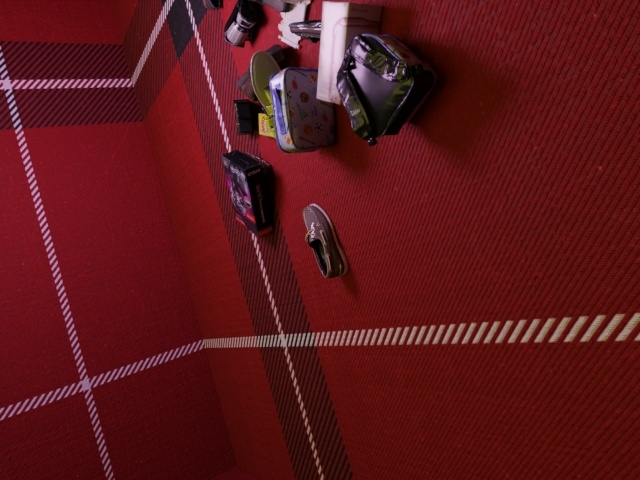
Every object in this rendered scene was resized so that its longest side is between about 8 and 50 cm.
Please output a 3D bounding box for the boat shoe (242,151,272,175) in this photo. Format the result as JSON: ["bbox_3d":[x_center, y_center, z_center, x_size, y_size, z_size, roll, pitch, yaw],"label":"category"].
[{"bbox_3d":[-0.306,-0.362,2.225,0.207,0.073,0.073,39,155,35],"label":"boat shoe"}]

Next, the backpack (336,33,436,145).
[{"bbox_3d":[0.183,-0.466,1.382,0.263,0.213,0.276,52,133,16],"label":"backpack"}]

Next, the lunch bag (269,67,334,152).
[{"bbox_3d":[-0.068,-0.468,1.698,0.115,0.243,0.303,2,103,49],"label":"lunch bag"}]

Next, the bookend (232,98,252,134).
[{"bbox_3d":[-0.351,-0.558,2.158,0.156,0.073,0.157,-118,24,-73],"label":"bookend"}]

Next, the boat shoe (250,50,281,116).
[{"bbox_3d":[-0.191,-0.573,1.862,0.339,0.127,0.113,62,173,-32],"label":"boat shoe"}]

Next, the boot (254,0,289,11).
[{"bbox_3d":[-0.230,-0.931,1.812,0.246,0.161,0.083,44,133,46],"label":"boot"}]

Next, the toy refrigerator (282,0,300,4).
[{"bbox_3d":[-0.116,-1.002,1.686,0.102,0.094,0.269,-10,90,50],"label":"toy refrigerator"}]

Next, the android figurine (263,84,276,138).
[{"bbox_3d":[-0.118,-0.477,1.789,0.056,0.248,0.272,-1,136,32],"label":"android figurine"}]

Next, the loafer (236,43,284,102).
[{"bbox_3d":[-0.229,-0.688,1.976,0.130,0.134,0.366,52,157,-12],"label":"loafer"}]

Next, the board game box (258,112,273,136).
[{"bbox_3d":[-0.203,-0.497,2.054,0.181,0.043,0.092,24,121,48],"label":"board game box"}]

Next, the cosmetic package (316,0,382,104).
[{"bbox_3d":[0.089,-0.596,1.518,0.129,0.153,0.295,30,127,44],"label":"cosmetic package"}]

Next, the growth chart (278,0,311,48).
[{"bbox_3d":[-0.099,-0.855,1.800,0.172,0.021,0.237,51,138,32],"label":"growth chart"}]

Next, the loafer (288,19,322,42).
[{"bbox_3d":[-0.018,-0.730,1.674,0.268,0.096,0.084,24,131,45],"label":"loafer"}]

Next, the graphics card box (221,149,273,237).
[{"bbox_3d":[-0.342,-0.219,2.237,0.233,0.094,0.370,36,142,43],"label":"graphics card box"}]

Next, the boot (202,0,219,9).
[{"bbox_3d":[-0.514,-1.182,2.194,0.106,0.082,0.219,41,151,43],"label":"boot"}]

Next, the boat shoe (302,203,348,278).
[{"bbox_3d":[0.000,0.000,1.901,0.116,0.097,0.324,-42,67,52],"label":"boat shoe"}]

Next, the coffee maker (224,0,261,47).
[{"bbox_3d":[-0.337,-0.945,2.015,0.178,0.120,0.171,-31,76,54],"label":"coffee maker"}]
